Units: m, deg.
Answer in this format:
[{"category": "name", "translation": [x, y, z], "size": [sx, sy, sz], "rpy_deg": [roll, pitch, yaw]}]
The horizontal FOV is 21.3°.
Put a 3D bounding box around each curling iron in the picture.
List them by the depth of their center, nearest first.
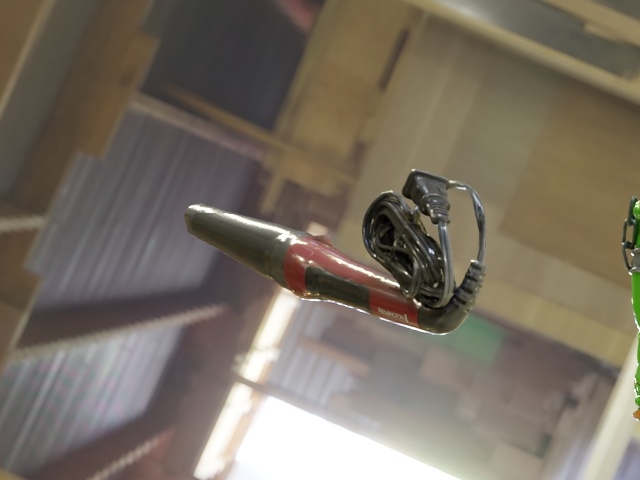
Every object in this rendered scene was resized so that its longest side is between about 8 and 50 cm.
[{"category": "curling iron", "translation": [0.000, 0.000, 0.823], "size": [0.274, 0.035, 0.068], "rpy_deg": [7, 85, 63]}]

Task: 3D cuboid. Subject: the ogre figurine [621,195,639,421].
[{"category": "ogre figurine", "translation": [0.206, 0.048, 0.840], "size": [0.097, 0.197, 0.118], "rpy_deg": [-3, -77, -40]}]
